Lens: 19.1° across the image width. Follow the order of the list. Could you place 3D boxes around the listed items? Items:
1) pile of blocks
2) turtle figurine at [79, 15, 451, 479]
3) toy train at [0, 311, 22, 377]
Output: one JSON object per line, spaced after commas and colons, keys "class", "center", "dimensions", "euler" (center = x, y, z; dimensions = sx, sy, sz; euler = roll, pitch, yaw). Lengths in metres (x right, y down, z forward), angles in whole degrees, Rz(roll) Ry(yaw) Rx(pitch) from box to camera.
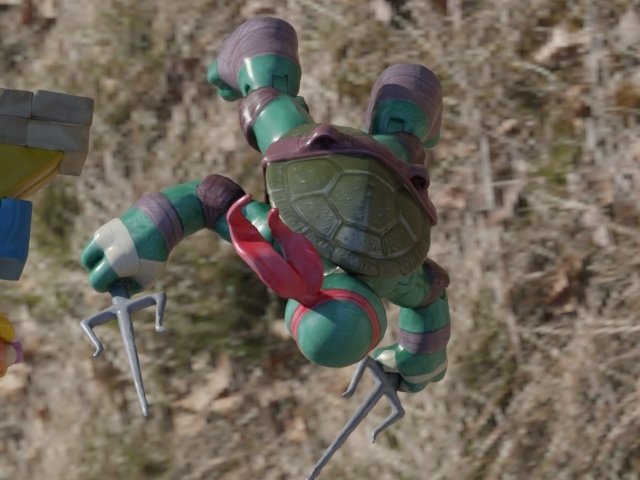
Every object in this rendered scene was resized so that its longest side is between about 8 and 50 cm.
{"class": "pile of blocks", "center": [-0.290, 0.031, 1.232], "dimensions": [0.149, 0.362, 0.112], "euler": [54, 156, 9]}
{"class": "turtle figurine", "center": [0.000, 0.000, 0.825], "dimensions": [0.118, 0.175, 0.234], "euler": [-43, 26, 33]}
{"class": "toy train", "center": [-0.277, 0.085, 1.375], "dimensions": [0.046, 0.125, 0.166], "euler": [48, 157, 44]}
